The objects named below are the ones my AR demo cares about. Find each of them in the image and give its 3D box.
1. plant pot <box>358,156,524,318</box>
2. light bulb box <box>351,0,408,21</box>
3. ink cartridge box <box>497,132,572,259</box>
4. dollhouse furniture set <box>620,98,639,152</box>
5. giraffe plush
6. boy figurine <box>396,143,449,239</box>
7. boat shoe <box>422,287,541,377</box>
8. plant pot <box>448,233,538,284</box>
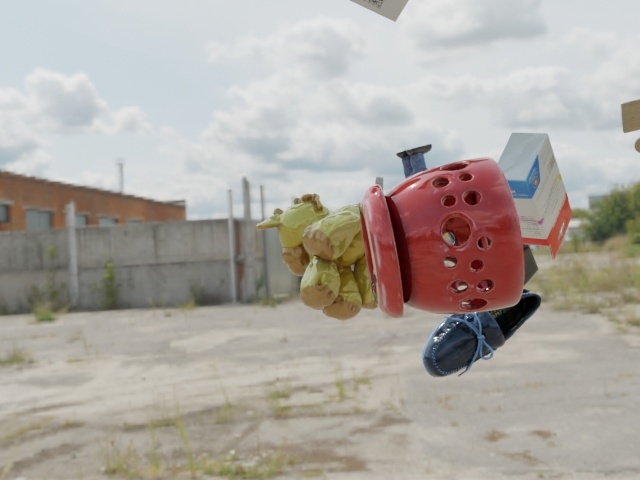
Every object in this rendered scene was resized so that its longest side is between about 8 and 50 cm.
[{"bbox_3d":[0.143,0.002,1.033,0.174,0.191,0.191,-10,-1,0],"label":"plant pot"},{"bbox_3d":[0.121,-0.818,2.116,0.361,0.225,0.358,21,-48,-17],"label":"light bulb box"},{"bbox_3d":[0.419,-0.084,1.631,0.078,0.134,0.231,6,-38,37],"label":"ink cartridge box"},{"bbox_3d":[0.593,-0.228,1.507,0.123,0.144,0.151,-13,32,9],"label":"dollhouse furniture set"},{"bbox_3d":[0.000,0.000,1.224,0.170,0.210,0.181,11,-11,41],"label":"giraffe plush"},{"bbox_3d":[0.293,-0.121,2.305,0.092,0.285,0.177,-16,2,-24],"label":"boy figurine"},{"bbox_3d":[0.289,0.151,1.486,0.258,0.109,0.089,-38,11,-26],"label":"boat shoe"},{"bbox_3d":[0.479,0.046,2.259,0.167,0.188,0.187,-31,-43,5],"label":"plant pot"}]
